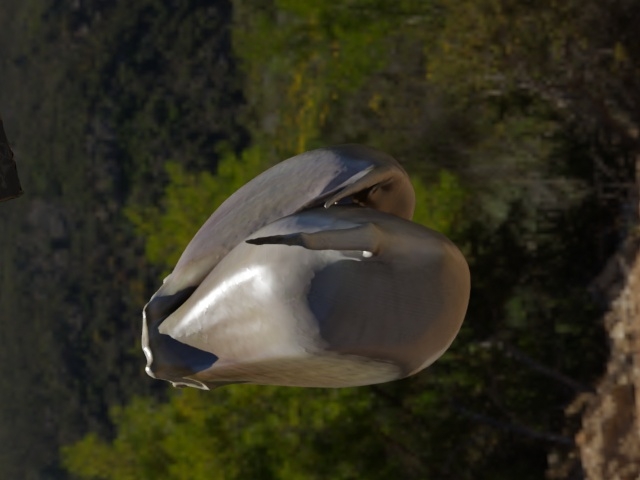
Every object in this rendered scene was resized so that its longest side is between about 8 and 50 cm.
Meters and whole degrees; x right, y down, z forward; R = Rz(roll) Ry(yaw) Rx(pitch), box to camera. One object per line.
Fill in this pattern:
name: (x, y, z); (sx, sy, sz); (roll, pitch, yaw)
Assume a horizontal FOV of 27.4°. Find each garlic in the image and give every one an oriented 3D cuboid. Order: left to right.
garlic: (0.000, 0.000, 1.128); (0.340, 0.246, 0.231); (134, 142, -59)

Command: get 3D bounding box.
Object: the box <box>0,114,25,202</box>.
box: (-0.408, -0.106, 0.850); (0.204, 0.345, 0.251); (37, 143, 51)
